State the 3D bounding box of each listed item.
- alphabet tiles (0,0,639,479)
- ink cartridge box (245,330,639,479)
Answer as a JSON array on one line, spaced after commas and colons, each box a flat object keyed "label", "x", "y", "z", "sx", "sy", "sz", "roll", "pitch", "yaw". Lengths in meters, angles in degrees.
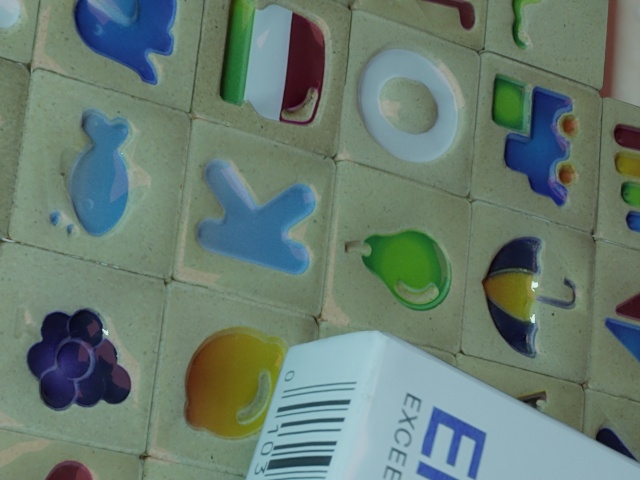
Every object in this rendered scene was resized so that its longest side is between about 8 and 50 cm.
[{"label": "alphabet tiles", "x": 0.000, "y": 0.000, "z": 0.658, "sx": 0.342, "sy": 0.011, "sz": 0.285, "roll": 15, "pitch": 71, "yaw": -29}, {"label": "ink cartridge box", "x": 0.087, "y": 0.240, "z": 0.613, "sx": 0.330, "sy": 0.071, "sz": 0.324, "roll": 27, "pitch": 67, "yaw": -24}]
